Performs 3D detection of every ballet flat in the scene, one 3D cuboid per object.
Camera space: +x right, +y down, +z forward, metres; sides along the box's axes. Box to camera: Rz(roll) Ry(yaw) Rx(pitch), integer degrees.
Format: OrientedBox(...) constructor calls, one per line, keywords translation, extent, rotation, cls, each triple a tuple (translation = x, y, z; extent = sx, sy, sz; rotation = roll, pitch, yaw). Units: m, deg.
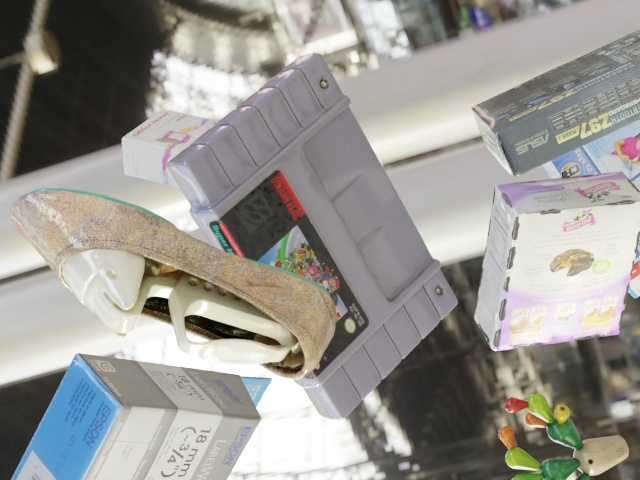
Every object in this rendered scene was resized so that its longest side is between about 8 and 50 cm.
OrientedBox(translation=(-0.134, 0.045, 1.254), extent=(0.107, 0.316, 0.106), rotation=(118, 167, -49), cls="ballet flat")

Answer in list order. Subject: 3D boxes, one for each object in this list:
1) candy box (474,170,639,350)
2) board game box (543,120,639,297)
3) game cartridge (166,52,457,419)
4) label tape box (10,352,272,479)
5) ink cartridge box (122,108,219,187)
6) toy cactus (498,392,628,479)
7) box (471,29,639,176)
OrientedBox(translation=(0.279, 0.024, 1.638), extent=(0.070, 0.165, 0.196), rotation=(-116, 25, -53), cls="candy box")
OrientedBox(translation=(0.521, -0.119, 2.142), extent=(0.086, 0.302, 0.308), rotation=(40, -161, -49), cls="board game box")
OrientedBox(translation=(0.000, 0.000, 1.563), extent=(0.230, 0.068, 0.355), rotation=(-45, -65, -32), cls="game cartridge")
OrientedBox(translation=(-0.186, 0.270, 1.625), extent=(0.333, 0.241, 0.106), rotation=(14, -160, -50), cls="label tape box")
OrientedBox(translation=(-0.154, -0.103, 1.610), extent=(0.088, 0.122, 0.052), rotation=(-44, -40, -49), cls="ink cartridge box")
OrientedBox(translation=(0.339, 0.301, 1.890), extent=(0.112, 0.180, 0.219), rotation=(-29, 77, 66), cls="toy cactus")
OrientedBox(translation=(0.293, -0.157, 1.547), extent=(0.183, 0.232, 0.059), rotation=(-102, -14, -77), cls="box")
